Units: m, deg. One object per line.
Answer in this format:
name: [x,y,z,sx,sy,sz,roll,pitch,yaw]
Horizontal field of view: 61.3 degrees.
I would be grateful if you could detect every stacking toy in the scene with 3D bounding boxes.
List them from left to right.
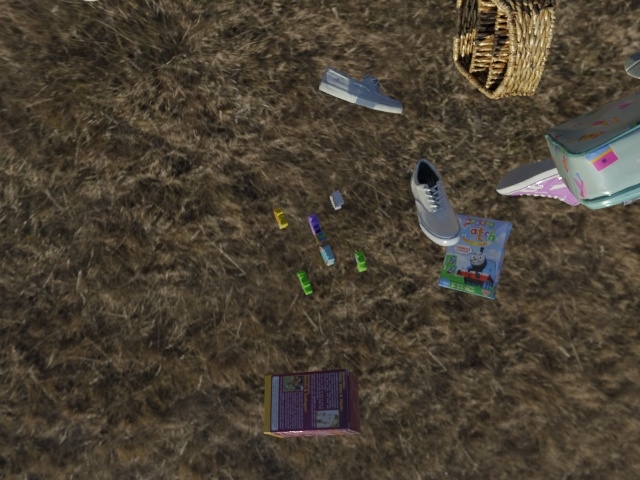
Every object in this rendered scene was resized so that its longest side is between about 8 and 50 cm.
stacking toy: [0.000,0.000,1.310,0.166,0.052,0.221,-20,85,-13]

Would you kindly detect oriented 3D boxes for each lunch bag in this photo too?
lunch bag: [0.465,-0.148,0.789,0.223,0.279,0.108,-22,101,19]

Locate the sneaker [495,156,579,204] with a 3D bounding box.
sneaker: [0.658,-0.150,1.572,0.161,0.282,0.102,46,61,-19]

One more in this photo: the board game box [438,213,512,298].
board game box: [0.430,0.041,1.508,0.039,0.160,0.212,18,85,-50]

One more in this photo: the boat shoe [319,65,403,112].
boat shoe: [0.111,-0.392,1.395,0.227,0.079,0.081,19,106,2]

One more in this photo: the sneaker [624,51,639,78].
sneaker: [0.613,-0.290,0.935,0.061,0.152,0.054,-12,127,-52]

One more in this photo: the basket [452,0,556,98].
basket: [0.466,-0.521,1.412,0.222,0.214,0.299,1,149,8]

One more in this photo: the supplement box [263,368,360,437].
supplement box: [-0.008,0.154,0.508,0.083,0.055,0.043,-7,154,16]

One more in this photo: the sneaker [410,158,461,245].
sneaker: [0.280,-0.100,1.355,0.094,0.258,0.091,-17,139,-1]
